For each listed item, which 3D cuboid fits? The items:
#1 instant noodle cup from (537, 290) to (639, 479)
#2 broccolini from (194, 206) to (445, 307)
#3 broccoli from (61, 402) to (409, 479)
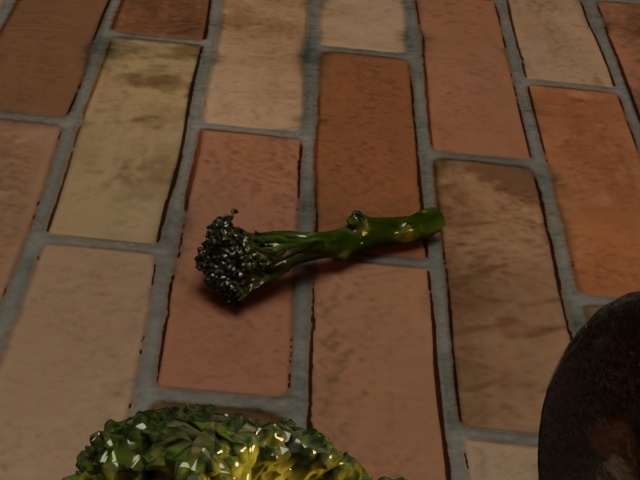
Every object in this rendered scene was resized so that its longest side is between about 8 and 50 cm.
[{"bbox_3d":[0.262,0.122,0.850,0.207,0.217,0.217,-5,31,-34],"label":"instant noodle cup"},{"bbox_3d":[0.000,0.003,1.173,0.216,0.058,0.067,-11,68,-42],"label":"broccolini"},{"bbox_3d":[-0.079,0.227,0.625,0.252,0.221,0.361,48,38,0],"label":"broccoli"}]
